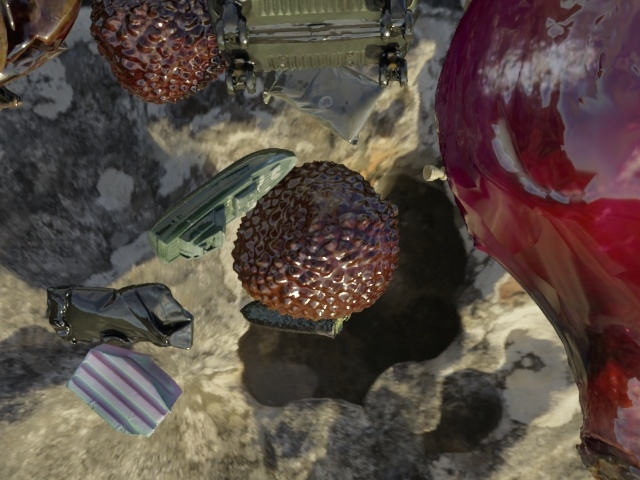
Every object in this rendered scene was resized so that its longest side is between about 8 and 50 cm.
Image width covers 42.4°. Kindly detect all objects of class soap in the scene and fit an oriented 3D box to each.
[{"bbox_3d":[-0.274,0.212,1.175,0.149,0.056,0.100,38,105,8],"label":"soap"}]

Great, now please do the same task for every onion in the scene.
[{"bbox_3d":[0.227,-0.012,0.506,0.348,0.348,0.385,11,88,-8],"label":"onion"}]

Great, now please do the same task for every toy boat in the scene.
[{"bbox_3d":[-0.126,-0.054,1.171,0.085,0.078,0.260,40,59,18],"label":"toy boat"}]

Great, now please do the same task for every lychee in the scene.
[{"bbox_3d":[0.000,0.000,1.358,0.304,0.276,0.276,-27,86,-21],"label":"lychee"},{"bbox_3d":[-0.316,-0.432,1.676,0.330,0.306,0.306,-11,82,15],"label":"lychee"}]

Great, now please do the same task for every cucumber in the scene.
[{"bbox_3d":[-0.050,0.145,1.564,0.067,0.245,0.067,0,90,-52],"label":"cucumber"}]

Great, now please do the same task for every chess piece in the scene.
[{"bbox_3d":[0.277,-0.151,1.849,0.092,0.035,0.035,-1,81,-28],"label":"chess piece"}]

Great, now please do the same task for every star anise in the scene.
[{"bbox_3d":[-0.290,-0.138,0.646,0.212,0.283,0.129,-32,96,-30],"label":"star anise"}]

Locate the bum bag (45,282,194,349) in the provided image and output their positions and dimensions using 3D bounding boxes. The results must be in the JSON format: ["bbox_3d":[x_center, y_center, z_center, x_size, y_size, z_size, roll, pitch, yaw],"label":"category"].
[{"bbox_3d":[-0.238,0.090,0.948,0.197,0.049,0.087,-1,117,20],"label":"bum bag"}]

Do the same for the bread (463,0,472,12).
[{"bbox_3d":[0.217,-0.303,1.086,0.062,0.043,0.109,41,56,8],"label":"bread"}]

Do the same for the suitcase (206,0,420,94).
[{"bbox_3d":[-0.008,-0.294,0.787,0.202,0.128,0.312,-2,64,1],"label":"suitcase"}]

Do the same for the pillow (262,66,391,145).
[{"bbox_3d":[0.006,-0.314,1.684,0.255,0.059,0.169,31,78,19],"label":"pillow"}]
